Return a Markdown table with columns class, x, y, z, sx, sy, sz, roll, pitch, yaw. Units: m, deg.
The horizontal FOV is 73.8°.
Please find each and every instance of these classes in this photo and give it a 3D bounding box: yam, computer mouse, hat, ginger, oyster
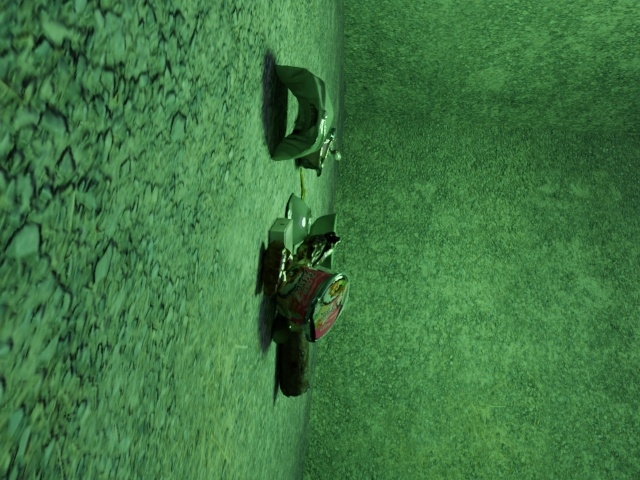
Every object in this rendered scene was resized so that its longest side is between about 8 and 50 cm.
| class | x | y | z | sx | sy | sz | roll | pitch | yaw |
| --- | --- | --- | --- | --- | --- | --- | --- | --- | --- |
| yam | -0.127 | 0.293 | 1.513 | 0.169 | 0.068 | 0.068 | -66 | 160 | -63 |
| computer mouse | -0.026 | -0.371 | 1.726 | 0.389 | 0.115 | 0.199 | -123 | -126 | -81 |
| hat | -0.039 | -0.370 | 1.265 | 0.301 | 0.168 | 0.257 | -68 | 163 | -71 |
| ginger | -0.133 | 0.085 | 1.236 | 0.103 | 0.073 | 0.162 | 40 | 60 | -67 |
| yam | -0.102 | 0.452 | 1.651 | 0.131 | 0.131 | 0.279 | -64 | 156 | -76 |
| oyster | -0.044 | 0.049 | 1.665 | 0.100 | 0.275 | 0.271 | 50 | -1 | -10 |

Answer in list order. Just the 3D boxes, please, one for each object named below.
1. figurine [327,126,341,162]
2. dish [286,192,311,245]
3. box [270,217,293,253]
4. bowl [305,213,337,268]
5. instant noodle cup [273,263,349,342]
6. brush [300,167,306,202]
| class | x | y | z | sx | sy | sz | roll | pitch | yaw |
| --- | --- | --- | --- | --- | --- | --- | --- | --- | --- |
| figurine | 0.034 | -0.487 | 2.199 | 0.260 | 0.103 | 0.205 | 88 | -18 | -80 |
| dish | -0.080 | -0.057 | 1.606 | 0.224 | 0.078 | 0.246 | 70 | 25 | -80 |
| box | -0.123 | 0.009 | 1.352 | 0.129 | 0.051 | 0.130 | -70 | 164 | -68 |
| bowl | 0.000 | 0.000 | 2.154 | 0.289 | 0.146 | 0.289 | 5 | 90 | -87 |
| instant noodle cup | -0.041 | 0.192 | 1.449 | 0.258 | 0.182 | 0.302 | -65 | 156 | -3 |
| brush | -0.077 | -0.230 | 1.833 | 0.205 | 0.011 | 0.083 | 88 | 10 | -49 |
